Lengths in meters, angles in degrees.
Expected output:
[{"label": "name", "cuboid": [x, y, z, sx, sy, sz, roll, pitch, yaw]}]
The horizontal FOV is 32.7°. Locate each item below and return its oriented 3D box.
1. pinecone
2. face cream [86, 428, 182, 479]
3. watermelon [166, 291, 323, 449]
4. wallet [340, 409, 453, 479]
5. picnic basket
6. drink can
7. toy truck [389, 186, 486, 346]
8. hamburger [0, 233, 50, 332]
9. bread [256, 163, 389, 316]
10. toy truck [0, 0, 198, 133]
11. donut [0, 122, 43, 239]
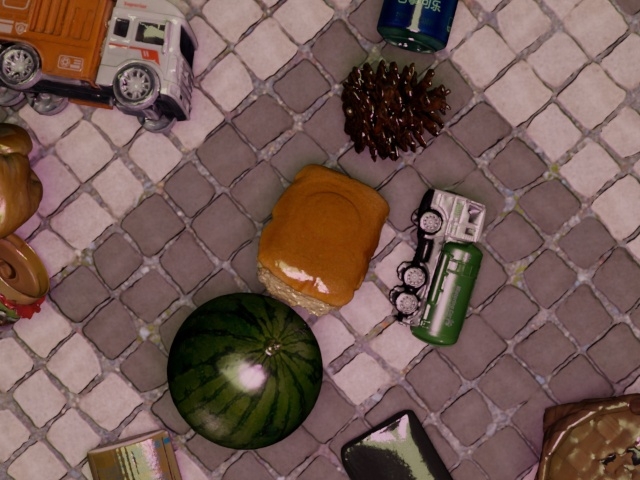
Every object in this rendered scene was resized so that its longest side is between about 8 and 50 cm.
[{"label": "pinecone", "cuboid": [0.123, -0.206, 1.701, 0.165, 0.163, 0.163, -12, 90, -8]}, {"label": "face cream", "cuboid": [-0.274, 0.458, 1.758, 0.139, 0.067, 0.285, -16, 89, 3]}, {"label": "watermelon", "cuboid": [-0.116, 0.198, 1.667, 0.242, 0.242, 0.242, 0, 90, 2]}, {"label": "wallet", "cuboid": [0.145, 0.409, 1.755, 0.149, 0.044, 0.250, -29, 89, 6]}, {"label": "picnic basket", "cuboid": [0.489, 0.376, 1.606, 0.337, 0.337, 0.293, -2, 90, 2]}, {"label": "drink can", "cuboid": [0.165, -0.404, 1.715, 0.118, 0.118, 0.205, 14, 89, 2]}, {"label": "toy truck", "cuboid": [0.189, 0.043, 1.725, 0.125, 0.101, 0.243, 15, 93, -2]}, {"label": "hamburger", "cuboid": [-0.525, 0.070, 1.729, 0.137, 0.175, 0.175, -36, 89, 16]}, {"label": "bread", "cuboid": [0.000, 0.000, 1.673, 0.174, 0.121, 0.245, 24, 48, 5]}, {"label": "toy truck", "cuboid": [-0.383, -0.307, 1.711, 0.387, 0.173, 0.207, 10, 82, 5]}, {"label": "donut", "cuboid": [-0.593, -0.074, 1.625, 0.360, 0.360, 0.170, -9, 110, 2]}]
